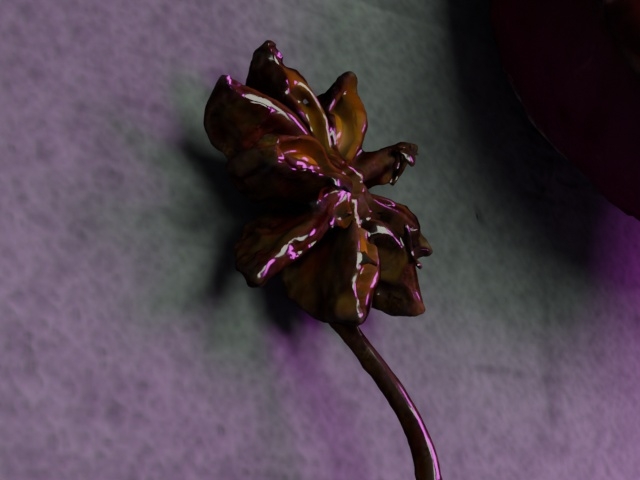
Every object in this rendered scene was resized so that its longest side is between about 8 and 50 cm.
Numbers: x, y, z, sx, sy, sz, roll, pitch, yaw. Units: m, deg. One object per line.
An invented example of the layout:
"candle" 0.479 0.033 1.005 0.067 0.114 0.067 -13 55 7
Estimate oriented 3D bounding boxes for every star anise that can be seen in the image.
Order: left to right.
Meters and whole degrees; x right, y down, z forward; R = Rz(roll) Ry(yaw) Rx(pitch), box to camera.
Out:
"star anise" 0.002 0.001 0.833 0.177 0.073 0.234 38 33 -34

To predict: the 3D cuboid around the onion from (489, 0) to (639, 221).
"onion" 0.295 -0.156 1.055 0.420 0.398 0.398 73 16 -71
